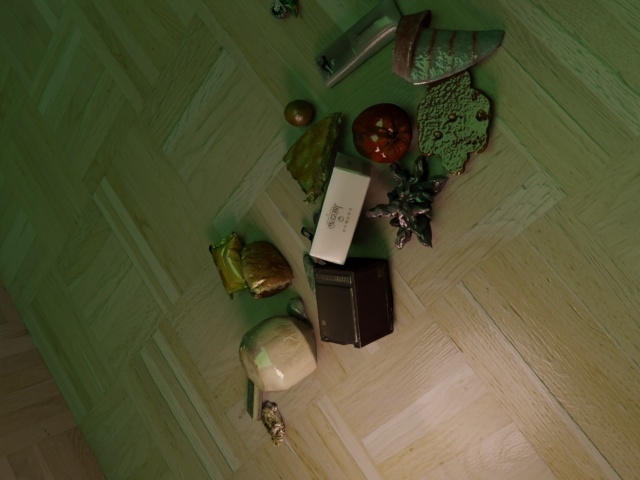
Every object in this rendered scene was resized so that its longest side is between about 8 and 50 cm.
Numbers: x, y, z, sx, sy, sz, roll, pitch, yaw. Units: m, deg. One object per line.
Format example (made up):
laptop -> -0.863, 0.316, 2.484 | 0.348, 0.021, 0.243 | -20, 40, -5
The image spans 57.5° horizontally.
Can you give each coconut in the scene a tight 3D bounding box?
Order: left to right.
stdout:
coconut -> -0.129, 0.364, 1.927 | 0.245, 0.247, 0.244 | 41, 147, 35

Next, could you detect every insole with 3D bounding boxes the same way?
insole -> 0.000, 0.000, 1.908 | 0.065, 0.004, 0.197 | 1, 99, 36

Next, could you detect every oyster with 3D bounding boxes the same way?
oyster -> -0.172, 0.661, 2.115 | 0.108, 0.053, 0.165 | -51, 61, 19

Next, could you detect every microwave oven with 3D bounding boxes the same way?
microwave oven -> 0.102, 0.178, 1.757 | 0.178, 0.188, 0.247 | 2, 103, 41

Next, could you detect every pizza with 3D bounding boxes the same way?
pizza -> -0.025, -0.221, 1.789 | 0.280, 0.075, 0.287 | -29, 50, 43

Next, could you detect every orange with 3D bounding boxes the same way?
orange -> -0.072, -0.403, 1.845 | 0.095, 0.085, 0.085 | 16, 107, 31

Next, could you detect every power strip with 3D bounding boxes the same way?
power strip -> -0.237, 0.524, 2.126 | 0.092, 0.034, 0.267 | -151, 62, -63

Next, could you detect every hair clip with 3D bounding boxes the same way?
hair clip -> -0.006, 0.148, 1.917 | 0.066, 0.036, 0.229 | -33, 78, 28

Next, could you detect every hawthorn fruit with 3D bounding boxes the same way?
hawthorn fruit -> 0.175, -0.299, 1.647 | 0.173, 0.174, 0.179 | 68, 156, 7

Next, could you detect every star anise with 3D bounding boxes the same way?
star anise -> 0.254, -0.107, 1.644 | 0.212, 0.129, 0.282 | 30, 104, 41

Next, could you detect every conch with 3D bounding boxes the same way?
conch -> -0.086, 0.236, 1.980 | 0.076, 0.057, 0.085 | -31, 78, 48

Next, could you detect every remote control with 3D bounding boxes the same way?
remote control -> 0.102, -0.577, 1.707 | 0.313, 0.055, 0.109 | -30, 80, 36

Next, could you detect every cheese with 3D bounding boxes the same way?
cheese -> -0.006, 0.010, 1.884 | 0.162, 0.036, 0.086 | 39, 134, 27

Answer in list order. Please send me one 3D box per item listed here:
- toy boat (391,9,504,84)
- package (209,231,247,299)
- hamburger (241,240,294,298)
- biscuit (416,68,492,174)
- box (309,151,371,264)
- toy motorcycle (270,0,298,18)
toy boat -> 0.332, -0.505, 1.536 | 0.283, 0.096, 0.205 | 9, 85, 20
package -> -0.316, 0.090, 2.098 | 0.168, 0.090, 0.226 | -29, 78, 39
hamburger -> -0.199, 0.086, 1.984 | 0.135, 0.155, 0.207 | -32, 71, 30
biscuit -> 0.361, -0.320, 1.569 | 0.209, 0.041, 0.290 | -1, 95, 33
box -> 0.059, -0.098, 1.713 | 0.116, 0.203, 0.274 | 16, 110, 0
toy motorcycle -> -0.108, -0.792, 1.820 | 0.106, 0.074, 0.190 | 7, 102, 26
